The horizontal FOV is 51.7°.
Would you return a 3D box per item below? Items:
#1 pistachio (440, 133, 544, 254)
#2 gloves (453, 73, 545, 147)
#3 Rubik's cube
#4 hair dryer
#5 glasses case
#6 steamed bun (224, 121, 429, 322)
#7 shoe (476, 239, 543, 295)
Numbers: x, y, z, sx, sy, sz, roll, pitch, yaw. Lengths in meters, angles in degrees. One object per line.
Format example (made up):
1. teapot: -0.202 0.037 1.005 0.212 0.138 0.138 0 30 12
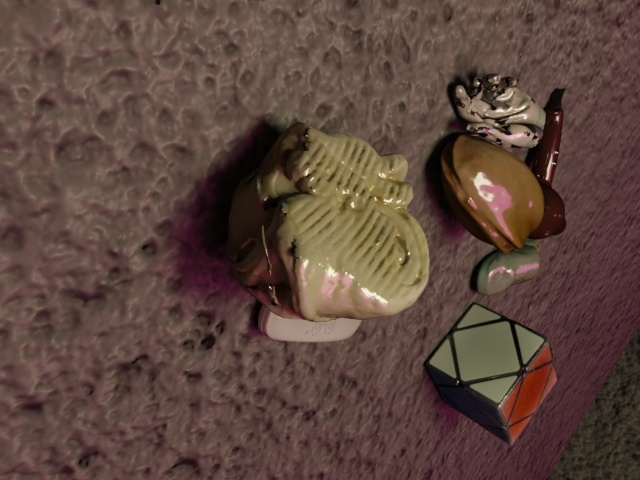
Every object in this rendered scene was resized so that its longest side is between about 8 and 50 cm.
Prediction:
1. pistachio: 0.324 -0.106 1.273 0.260 0.162 0.213 47 35 -29
2. gloves: 0.325 -0.244 1.233 0.212 0.111 0.128 21 101 -21
3. Rubik's cube: 0.398 0.305 1.527 0.207 0.205 0.205 -49 138 -17
4. hair dryer: 0.522 -0.169 1.498 0.312 0.123 0.341 3 98 -58
5. glasses case: -0.009 0.124 1.115 0.233 0.059 0.092 11 105 -47
6. steamed bun: 0.000 0.000 0.941 0.280 0.207 0.268 13 62 -30
7. shoe: 0.462 0.062 1.541 0.251 0.100 0.103 -31 131 -35
